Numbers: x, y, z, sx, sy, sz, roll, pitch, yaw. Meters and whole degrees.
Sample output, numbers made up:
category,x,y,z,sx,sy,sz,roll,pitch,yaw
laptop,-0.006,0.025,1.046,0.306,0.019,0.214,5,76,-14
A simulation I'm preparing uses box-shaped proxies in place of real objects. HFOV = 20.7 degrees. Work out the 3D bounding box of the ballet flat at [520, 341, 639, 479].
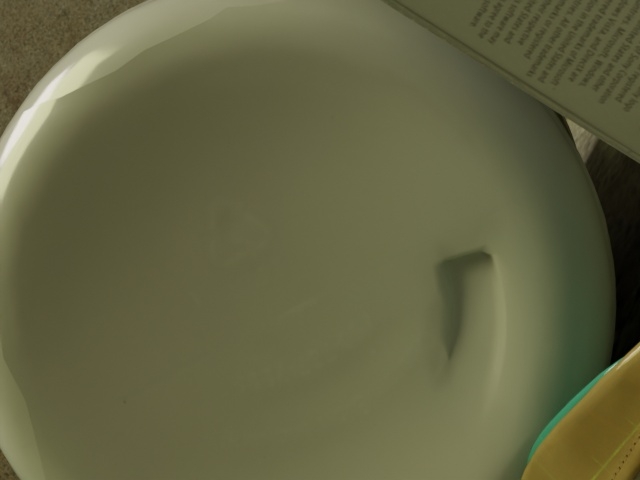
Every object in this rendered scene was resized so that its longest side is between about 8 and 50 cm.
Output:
category,x,y,z,sx,sy,sz,roll,pitch,yaw
ballet flat,0.127,0.046,0.508,0.232,0.080,0.073,-62,40,44

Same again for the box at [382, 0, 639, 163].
category,x,y,z,sx,sy,sz,roll,pitch,yaw
box,0.084,-0.170,0.546,0.322,0.232,0.058,-55,-2,-44

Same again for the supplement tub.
category,x,y,z,sx,sy,sz,roll,pitch,yaw
supplement tub,0.000,0.000,0.752,0.325,0.235,0.235,-62,-4,-79
